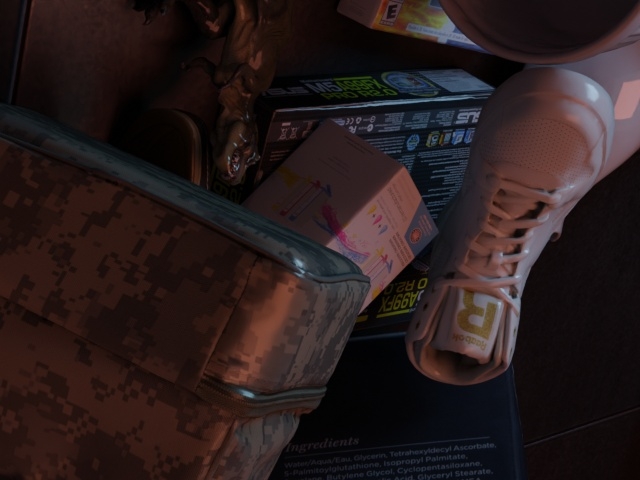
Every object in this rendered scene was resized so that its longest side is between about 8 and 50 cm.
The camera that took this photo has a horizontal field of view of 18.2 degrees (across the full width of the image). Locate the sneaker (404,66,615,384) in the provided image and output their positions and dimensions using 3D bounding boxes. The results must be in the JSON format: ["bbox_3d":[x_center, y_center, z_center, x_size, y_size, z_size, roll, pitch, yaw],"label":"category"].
[{"bbox_3d":[0.142,0.007,1.523,0.292,0.108,0.169,110,-4,-58],"label":"sneaker"}]

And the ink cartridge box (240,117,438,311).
[{"bbox_3d":[0.000,0.000,1.501,0.143,0.090,0.092,-46,141,-12],"label":"ink cartridge box"}]

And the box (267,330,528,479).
[{"bbox_3d":[0.076,0.315,1.640,0.212,0.395,0.293,-7,134,6],"label":"box"}]

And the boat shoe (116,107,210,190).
[{"bbox_3d":[-0.117,0.000,1.490,0.073,0.080,0.223,-22,131,-52],"label":"boat shoe"}]

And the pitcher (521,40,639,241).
[{"bbox_3d":[0.213,-0.098,1.710,0.207,0.125,0.178,-59,174,12],"label":"pitcher"}]

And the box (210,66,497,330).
[{"bbox_3d":[0.015,-0.028,1.621,0.270,0.060,0.216,-8,123,-43],"label":"box"}]

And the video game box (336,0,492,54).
[{"bbox_3d":[0.125,-0.246,1.589,0.205,0.048,0.187,4,111,-48],"label":"video game box"}]

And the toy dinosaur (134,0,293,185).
[{"bbox_3d":[-0.055,-0.178,1.428,0.118,0.064,0.268,28,78,-38],"label":"toy dinosaur"}]

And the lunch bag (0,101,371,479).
[{"bbox_3d":[-0.155,0.073,1.300,0.256,0.305,0.212,-66,166,3],"label":"lunch bag"}]

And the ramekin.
[{"bbox_3d":[0.188,-0.232,1.471,0.109,0.207,0.207,-7,122,-55],"label":"ramekin"}]
